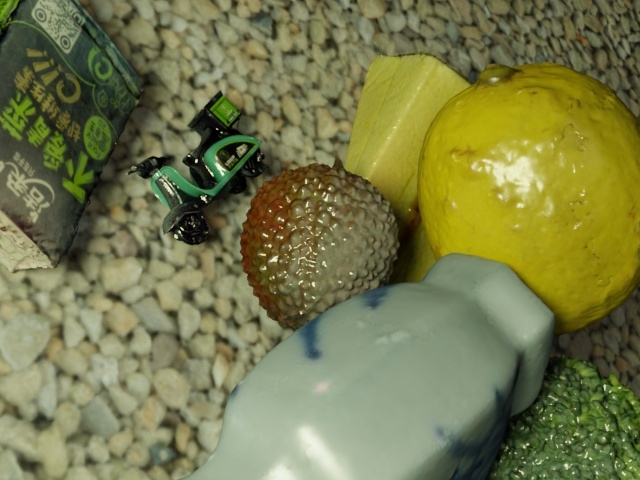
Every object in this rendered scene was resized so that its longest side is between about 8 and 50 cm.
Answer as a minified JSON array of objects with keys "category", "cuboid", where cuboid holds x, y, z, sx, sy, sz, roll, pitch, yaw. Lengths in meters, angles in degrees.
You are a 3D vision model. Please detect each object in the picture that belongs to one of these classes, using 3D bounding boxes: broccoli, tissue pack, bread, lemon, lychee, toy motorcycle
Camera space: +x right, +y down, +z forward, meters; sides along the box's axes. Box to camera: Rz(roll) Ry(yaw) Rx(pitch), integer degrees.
[{"category":"broccoli","cuboid":[0.273,0.314,1.153,0.277,0.338,0.317,-35,119,-15]},{"category":"tissue pack","cuboid":[-0.262,-0.113,1.016,0.173,0.073,0.235,52,43,-39]},{"category":"bread","cuboid":[0.096,-0.077,1.340,0.168,0.163,0.264,34,84,-24]},{"category":"lemon","cuboid":[0.227,-0.040,1.178,0.261,0.260,0.283,-12,85,-41]},{"category":"lychee","cuboid":[0.000,0.000,1.146,0.165,0.165,0.197,39,44,-19]},{"category":"toy motorcycle","cuboid":[-0.122,-0.070,1.150,0.100,0.058,0.173,43,48,-7]}]

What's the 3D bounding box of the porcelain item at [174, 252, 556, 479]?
[{"category":"porcelain item","cuboid":[0.037,0.185,1.021,0.405,0.242,0.178,-35,54,-30]}]
